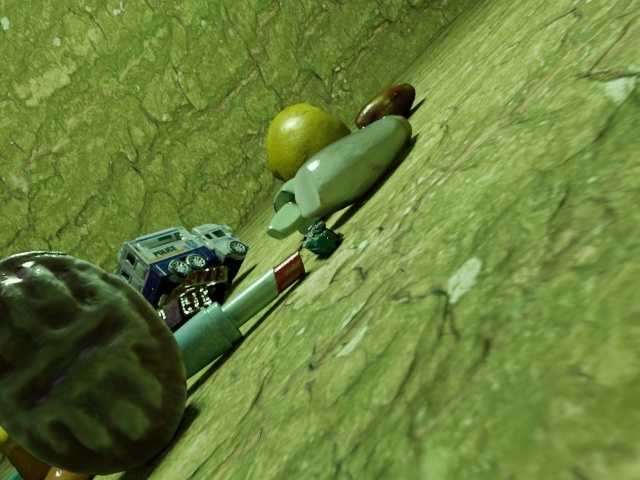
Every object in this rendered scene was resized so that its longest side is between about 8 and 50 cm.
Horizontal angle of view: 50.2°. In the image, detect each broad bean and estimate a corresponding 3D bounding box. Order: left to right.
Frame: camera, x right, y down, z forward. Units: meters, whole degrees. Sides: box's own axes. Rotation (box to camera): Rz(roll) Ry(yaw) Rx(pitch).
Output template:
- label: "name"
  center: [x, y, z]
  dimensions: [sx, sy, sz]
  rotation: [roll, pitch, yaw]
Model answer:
- label: "broad bean"
  center: [0.154, -0.295, 1.549]
  dimensions: [0.165, 0.084, 0.114]
  rotation: [-43, 1, -36]

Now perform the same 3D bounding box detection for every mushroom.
- label: "mushroom"
  center: [0.074, -0.138, 1.149]
  dimensions: [0.270, 0.103, 0.118]
  rotation: [-37, 10, -28]

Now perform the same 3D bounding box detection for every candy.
- label: "candy"
  center: [-0.294, 0.147, 0.831]
  dimensions: [0.214, 0.289, 0.157]
  rotation: [-43, 0, -18]

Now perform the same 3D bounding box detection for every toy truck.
- label: "toy truck"
  center: [-0.292, 0.045, 1.472]
  dimensions: [0.268, 0.155, 0.124]
  rotation: [-23, -33, -53]
- label: "toy truck"
  center: [0.000, 0.000, 0.990]
  dimensions: [0.044, 0.039, 0.083]
  rotation: [-60, 13, -11]

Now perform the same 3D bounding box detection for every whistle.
- label: "whistle"
  center: [-0.030, -0.071, 1.283]
  dimensions: [0.244, 0.110, 0.092]
  rotation: [-54, -19, -47]

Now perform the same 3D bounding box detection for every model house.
- label: "model house"
  center: [-0.229, 0.122, 1.308]
  dimensions: [0.152, 0.106, 0.165]
  rotation: [-37, 23, 9]

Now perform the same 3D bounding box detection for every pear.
- label: "pear"
  center: [-0.031, -0.215, 1.620]
  dimensions: [0.209, 0.209, 0.209]
  rotation: [-43, 8, 8]

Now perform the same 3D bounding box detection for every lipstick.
- label: "lipstick"
  center: [-0.129, 0.111, 0.963]
  dimensions: [0.274, 0.068, 0.061]
  rotation: [-38, 1, -6]

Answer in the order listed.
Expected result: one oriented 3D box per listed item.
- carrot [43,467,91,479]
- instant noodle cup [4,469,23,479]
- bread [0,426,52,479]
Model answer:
- label: "carrot"
  center: [-0.374, 0.356, 0.968]
  dimensions: [0.066, 0.062, 0.271]
  rotation: [-4, 30, 20]
- label: "instant noodle cup"
  center: [-0.535, 0.443, 1.258]
  dimensions: [0.179, 0.070, 0.157]
  rotation: [-49, 8, -23]
- label: "bread"
  center: [-0.416, 0.292, 1.159]
  dimensions: [0.269, 0.143, 0.195]
  rotation: [-41, 19, -9]
